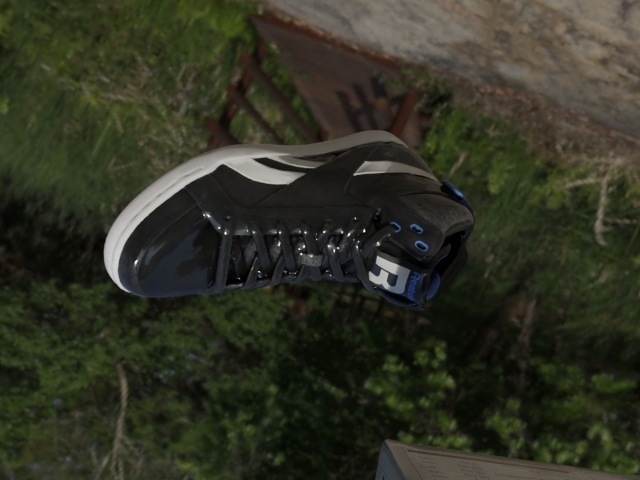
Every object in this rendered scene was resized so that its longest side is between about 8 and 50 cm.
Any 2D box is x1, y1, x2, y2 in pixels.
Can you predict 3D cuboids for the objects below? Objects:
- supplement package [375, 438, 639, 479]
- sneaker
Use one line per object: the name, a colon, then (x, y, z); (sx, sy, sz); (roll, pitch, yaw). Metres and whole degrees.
supplement package: (0.114, 0.248, 0.399); (0.204, 0.262, 0.145); (9, -176, -7)
sneaker: (0.000, 0.000, 0.509); (0.217, 0.079, 0.121); (-20, -136, -32)
